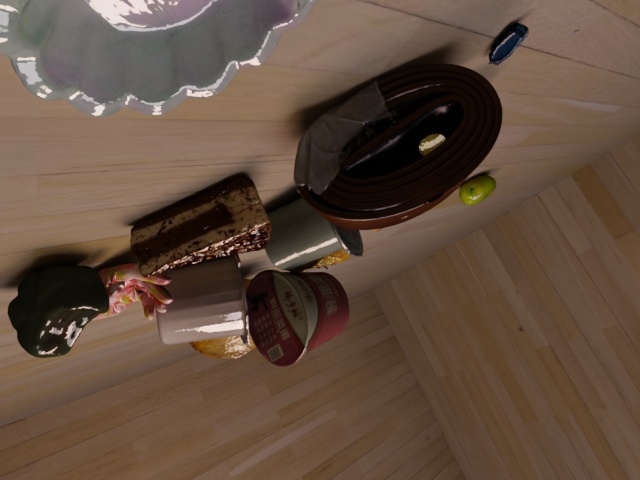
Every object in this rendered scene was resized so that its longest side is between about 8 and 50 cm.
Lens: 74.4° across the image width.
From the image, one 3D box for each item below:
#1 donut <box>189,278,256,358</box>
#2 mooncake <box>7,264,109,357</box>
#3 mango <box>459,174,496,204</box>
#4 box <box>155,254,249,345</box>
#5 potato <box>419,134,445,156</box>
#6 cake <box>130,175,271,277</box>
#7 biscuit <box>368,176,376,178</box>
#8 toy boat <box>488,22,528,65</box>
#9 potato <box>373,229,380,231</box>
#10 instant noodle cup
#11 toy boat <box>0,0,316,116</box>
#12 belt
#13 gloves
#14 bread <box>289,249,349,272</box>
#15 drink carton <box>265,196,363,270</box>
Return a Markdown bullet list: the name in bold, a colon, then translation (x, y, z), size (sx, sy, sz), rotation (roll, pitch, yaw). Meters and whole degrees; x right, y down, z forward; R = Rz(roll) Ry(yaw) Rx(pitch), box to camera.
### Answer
- **donut**: translation (-0.268, 0.223, 1.301), size (0.303, 0.303, 0.110), rotation (-16, 126, -31)
- **mooncake**: translation (-0.475, 0.128, 0.767), size (0.169, 0.174, 0.104), rotation (15, -178, 19)
- **mango**: translation (0.582, -0.193, 1.558), size (0.163, 0.089, 0.117), rotation (-32, 161, -25)
- **box**: translation (-0.308, 0.152, 1.074), size (0.207, 0.261, 0.291), rotation (-6, 169, -20)
- **potato**: translation (0.236, -0.223, 0.847), size (0.226, 0.090, 0.117), rotation (-29, 165, 10)
- **cake**: translation (-0.210, -0.031, 0.759), size (0.246, 0.112, 0.135), rotation (-13, 159, -28)
- **biscuit**: translation (0.093, -0.120, 0.855), size (0.215, 0.183, 0.034), rotation (-37, 141, -54)
- **toy boat**: translation (0.314, -0.330, 0.715), size (0.038, 0.038, 0.083), rotation (-16, 163, -31)
- **potato**: translation (0.197, -0.061, 1.419), size (0.068, 0.062, 0.083), rotation (-49, -159, -12)
- **instant noodle cup**: translation (-0.052, 0.175, 1.058), size (0.179, 0.234, 0.235), rotation (-7, 157, -46)
- **toy boat**: translation (-0.103, -0.209, 0.318), size (0.291, 0.100, 0.199), rotation (-25, 166, 5)
- **belt**: translation (0.119, -0.145, 0.689), size (0.339, 0.217, 0.122), rotation (-29, 172, 0)
- **gloves**: translation (-0.414, 0.105, 0.891), size (0.242, 0.126, 0.145), rotation (-26, 142, 14)
- **bread**: translation (0.000, 0.000, 1.141), size (0.229, 0.143, 0.139), rotation (-11, 159, -42)
- **drink carton**: translation (-0.027, -0.024, 0.959), size (0.190, 0.190, 0.185), rotation (-22, 169, 14)
